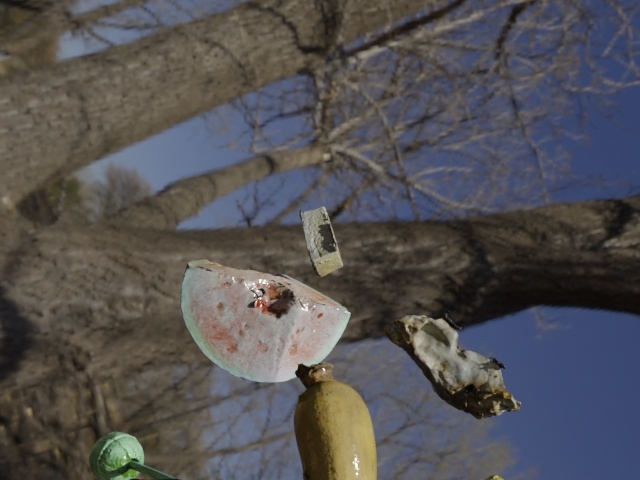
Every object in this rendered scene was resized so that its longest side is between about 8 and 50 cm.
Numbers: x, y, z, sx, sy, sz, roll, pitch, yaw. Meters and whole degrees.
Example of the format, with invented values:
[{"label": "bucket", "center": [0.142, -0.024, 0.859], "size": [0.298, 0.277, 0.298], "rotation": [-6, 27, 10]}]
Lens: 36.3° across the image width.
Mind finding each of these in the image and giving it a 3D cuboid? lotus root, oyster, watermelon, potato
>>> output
[{"label": "lotus root", "center": [0.030, 0.354, 1.688], "size": [0.146, 0.131, 0.303], "rotation": [51, 26, -64]}, {"label": "oyster", "center": [0.290, 0.267, 2.093], "size": [0.337, 0.133, 0.198], "rotation": [44, -25, -16]}, {"label": "watermelon", "center": [-0.124, 0.156, 1.891], "size": [0.175, 0.322, 0.188], "rotation": [-87, -159, -82]}, {"label": "potato", "center": [0.000, -0.002, 1.902], "size": [0.086, 0.061, 0.122], "rotation": [72, 4, -59]}]

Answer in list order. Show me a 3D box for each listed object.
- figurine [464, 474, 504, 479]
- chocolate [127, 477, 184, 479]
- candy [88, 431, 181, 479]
[{"label": "figurine", "center": [0.364, 0.724, 2.276], "size": [0.231, 0.324, 0.339], "rotation": [1, -85, 53]}, {"label": "chocolate", "center": [-0.222, 0.373, 1.227], "size": [0.080, 0.149, 0.125], "rotation": [-119, -147, -72]}, {"label": "candy", "center": [-0.351, 0.496, 2.074], "size": [0.440, 0.119, 0.119], "rotation": [3, -71, 47]}]
